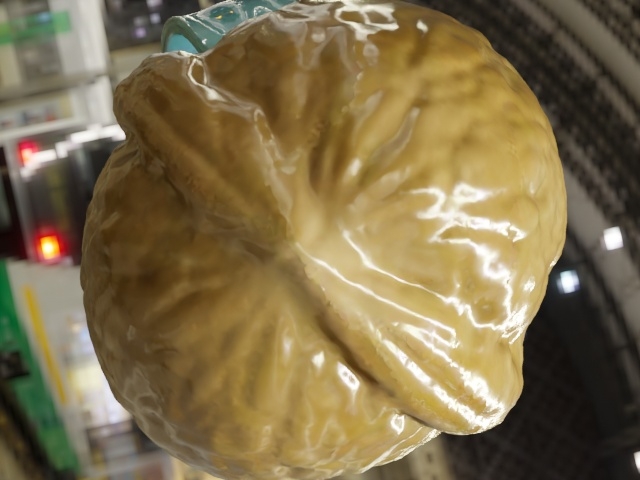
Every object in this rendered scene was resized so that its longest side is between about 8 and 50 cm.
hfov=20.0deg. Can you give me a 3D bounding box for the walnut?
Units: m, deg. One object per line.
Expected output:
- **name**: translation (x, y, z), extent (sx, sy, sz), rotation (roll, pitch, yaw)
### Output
- **walnut**: translation (0.000, 0.000, 1.074), extent (0.333, 0.333, 0.332), rotation (168, -90, -82)

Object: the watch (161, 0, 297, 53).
- **watch**: translation (-0.044, -0.084, 1.370), extent (0.193, 0.211, 0.211), rotation (49, -27, 49)
